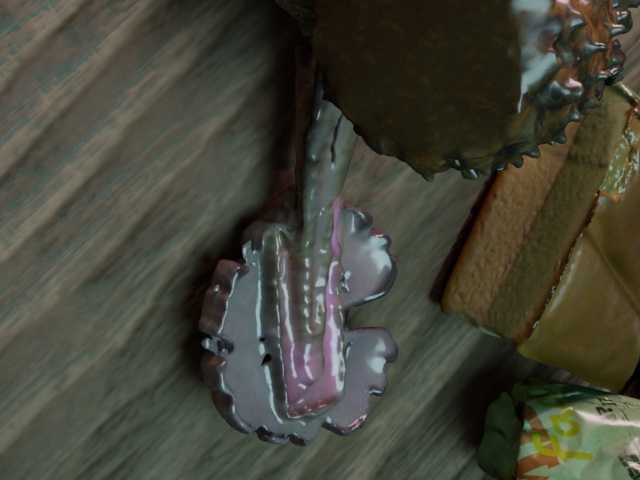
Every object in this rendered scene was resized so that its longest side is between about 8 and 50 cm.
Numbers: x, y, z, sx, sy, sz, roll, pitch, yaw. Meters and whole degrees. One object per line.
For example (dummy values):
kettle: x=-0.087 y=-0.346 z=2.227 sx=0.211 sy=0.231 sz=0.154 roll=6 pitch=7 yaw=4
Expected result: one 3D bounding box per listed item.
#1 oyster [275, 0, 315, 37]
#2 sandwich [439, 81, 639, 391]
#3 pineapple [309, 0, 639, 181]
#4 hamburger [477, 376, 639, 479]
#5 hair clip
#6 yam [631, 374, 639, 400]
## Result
oyster: x=0.010 y=-0.190 z=0.839 sx=0.125 sy=0.064 sz=0.177 roll=-34 pitch=142 yaw=-5
sandwich: x=0.218 y=-0.006 z=1.088 sx=0.186 sy=0.108 sz=0.220 roll=22 pitch=94 yaw=-46
pineapple: x=0.124 y=-0.121 z=0.839 sx=0.364 sy=0.165 sz=0.165 roll=-16 pitch=126 yaw=-66
hamburger: x=0.242 y=0.194 z=1.165 sx=0.125 sy=0.214 sz=0.235 roll=-67 pitch=161 yaw=-11
hair clip: x=-0.004 y=-0.004 z=0.915 sx=0.173 sy=0.069 sz=0.300 roll=-13 pitch=120 yaw=-37
yam: x=0.343 y=0.112 z=1.285 sx=0.079 sy=0.079 sz=0.141 roll=-1 pitch=111 yaw=-42
